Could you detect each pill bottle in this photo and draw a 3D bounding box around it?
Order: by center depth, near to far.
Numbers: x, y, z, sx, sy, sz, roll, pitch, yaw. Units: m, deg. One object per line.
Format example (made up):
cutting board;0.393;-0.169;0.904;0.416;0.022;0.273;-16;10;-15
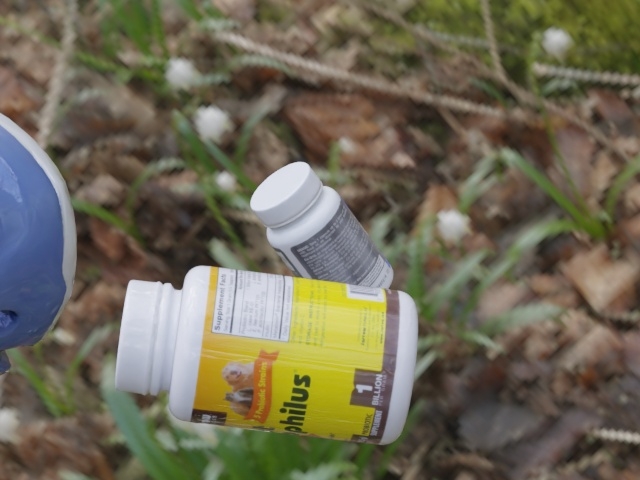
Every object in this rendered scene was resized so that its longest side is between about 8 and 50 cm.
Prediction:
pill bottle;-0.041;0.083;1.465;0.215;0.117;0.117;7;64;-3
pill bottle;0.000;0.000;1.796;0.078;0.137;0.078;-29;26;16

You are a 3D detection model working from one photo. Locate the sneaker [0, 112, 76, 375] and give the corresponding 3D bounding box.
sneaker;-0.250;0.054;0.666;0.315;0.182;0.127;-35;79;20
